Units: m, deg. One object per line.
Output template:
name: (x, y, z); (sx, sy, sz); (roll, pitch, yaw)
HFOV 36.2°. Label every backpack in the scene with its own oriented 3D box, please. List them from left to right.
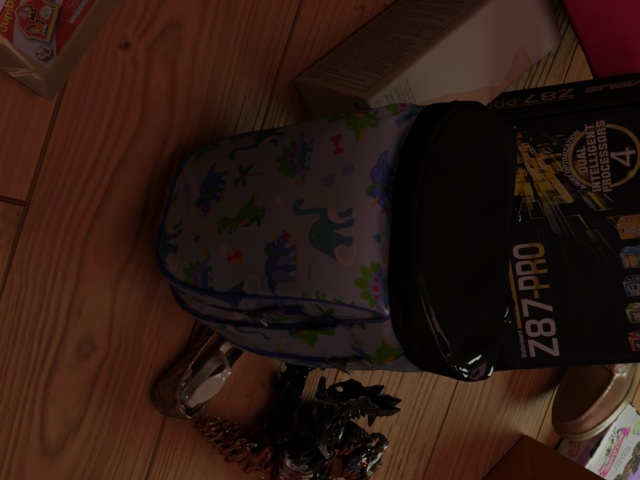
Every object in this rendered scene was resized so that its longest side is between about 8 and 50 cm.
backpack: (0.000, 0.000, 1.043); (0.273, 0.355, 0.290); (24, 68, -37)

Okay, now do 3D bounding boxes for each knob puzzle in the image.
knob puzzle: (-0.289, -0.256, 0.929); (0.213, 0.030, 0.213); (-14, 115, -34)

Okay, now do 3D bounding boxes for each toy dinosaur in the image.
toy dinosaur: (-0.016, 0.251, 1.254); (0.218, 0.164, 0.322); (-59, 156, 15)

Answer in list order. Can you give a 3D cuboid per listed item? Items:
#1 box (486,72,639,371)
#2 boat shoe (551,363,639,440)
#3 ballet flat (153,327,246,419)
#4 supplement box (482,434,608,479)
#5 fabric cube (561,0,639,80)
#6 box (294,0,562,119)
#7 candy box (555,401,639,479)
box: (0.295, -0.009, 1.308); (0.097, 0.318, 0.395); (-67, 148, -56)
boat shoe: (0.473, 0.175, 1.633); (0.341, 0.121, 0.110); (-54, 126, -24)
ballet flat: (-0.116, 0.134, 1.178); (0.206, 0.067, 0.073); (-54, 130, -11)
supplement box: (0.393, 0.462, 1.614); (0.129, 0.191, 0.194); (-41, 127, -20)
fabric cube: (0.444, -0.339, 1.270); (0.254, 0.259, 0.258); (-23, 129, 19)
box: (0.138, -0.223, 1.203); (0.311, 0.148, 0.121); (-39, 127, -20)
candy box: (0.517, 0.381, 1.763); (0.165, 0.070, 0.196); (-53, 130, -10)
